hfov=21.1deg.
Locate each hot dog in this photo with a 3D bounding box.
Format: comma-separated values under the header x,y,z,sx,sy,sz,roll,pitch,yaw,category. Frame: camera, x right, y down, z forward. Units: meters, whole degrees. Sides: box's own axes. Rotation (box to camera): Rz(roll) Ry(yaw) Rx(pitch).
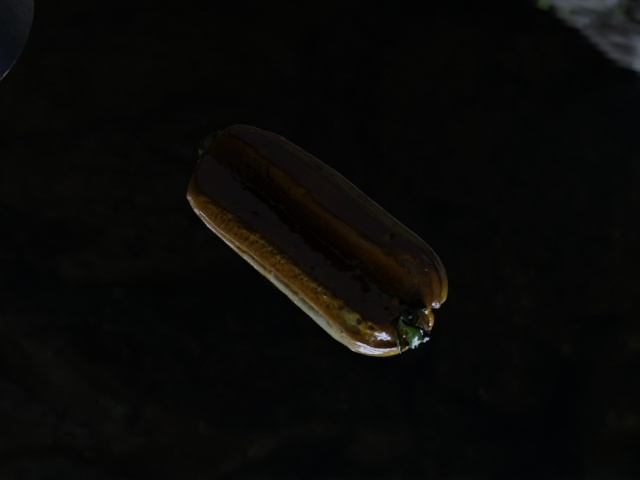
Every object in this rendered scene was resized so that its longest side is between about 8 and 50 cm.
x,y,z,sx,sy,sz,roll,pitch,yaw,category
0.000,0.000,0.959,0.188,0.072,0.055,40,-178,25,hot dog

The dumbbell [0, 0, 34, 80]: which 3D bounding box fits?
x,y,z,sx,sy,sz,roll,pitch,yaw,category
-0.362,-0.242,1.259,0.203,0.204,0.322,22,157,29,dumbbell
